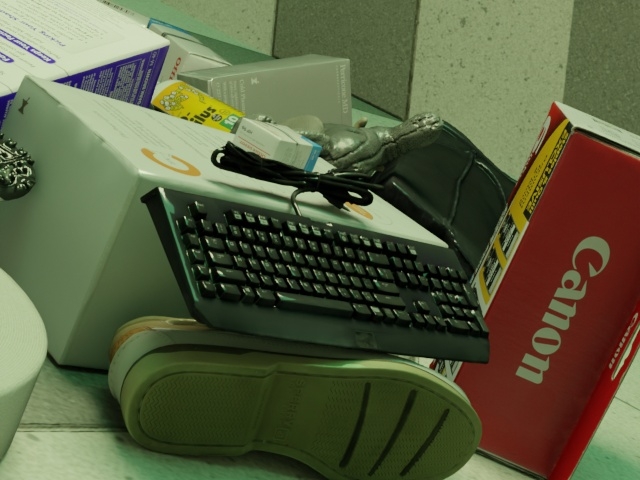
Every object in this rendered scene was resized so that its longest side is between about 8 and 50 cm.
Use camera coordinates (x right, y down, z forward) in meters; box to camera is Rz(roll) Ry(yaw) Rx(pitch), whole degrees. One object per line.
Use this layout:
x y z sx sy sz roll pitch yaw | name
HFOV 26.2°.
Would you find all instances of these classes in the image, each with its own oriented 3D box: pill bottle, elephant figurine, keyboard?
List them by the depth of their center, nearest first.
0.000 0.000 1.056 0.317 0.033 0.202 12 41 -44 | keyboard
-0.011 -0.084 1.583 0.169 0.186 0.239 32 -24 -35 | elephant figurine
-0.169 -0.135 1.762 0.208 0.118 0.117 30 14 22 | pill bottle

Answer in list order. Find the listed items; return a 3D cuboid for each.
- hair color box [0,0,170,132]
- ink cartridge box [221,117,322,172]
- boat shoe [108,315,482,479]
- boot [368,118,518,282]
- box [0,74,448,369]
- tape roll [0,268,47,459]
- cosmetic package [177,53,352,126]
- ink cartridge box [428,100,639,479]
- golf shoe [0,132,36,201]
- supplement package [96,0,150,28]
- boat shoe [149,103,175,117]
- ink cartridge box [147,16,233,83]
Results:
-0.310 -0.156 1.285 0.185 0.110 0.339 30 25 15 | hair color box
-0.043 -0.084 1.208 0.048 0.028 0.083 31 15 30 | ink cartridge box
-0.015 0.110 1.045 0.302 0.113 0.103 16 20 -29 | boat shoe
0.218 0.011 1.788 0.367 0.146 0.445 35 16 -1 | boot
-0.098 0.005 1.199 0.345 0.168 0.215 13 17 -42 | box
-0.359 0.032 0.841 0.392 0.072 0.392 22 13 -5 | tape roll
-0.075 -0.185 1.920 0.238 0.127 0.107 -14 18 -31 | cosmetic package
0.218 0.047 1.274 0.130 0.309 0.272 23 12 -1 | ink cartridge box
-0.325 -0.045 1.085 0.198 0.094 0.077 4 49 -10 | golf shoe
-0.290 -0.206 1.688 0.105 0.179 0.105 21 13 -10 | supplement package
-0.255 -0.122 1.533 0.113 0.127 0.340 18 -2 36 | boat shoe
-0.220 -0.229 2.001 0.082 0.140 0.190 16 14 -34 | ink cartridge box
